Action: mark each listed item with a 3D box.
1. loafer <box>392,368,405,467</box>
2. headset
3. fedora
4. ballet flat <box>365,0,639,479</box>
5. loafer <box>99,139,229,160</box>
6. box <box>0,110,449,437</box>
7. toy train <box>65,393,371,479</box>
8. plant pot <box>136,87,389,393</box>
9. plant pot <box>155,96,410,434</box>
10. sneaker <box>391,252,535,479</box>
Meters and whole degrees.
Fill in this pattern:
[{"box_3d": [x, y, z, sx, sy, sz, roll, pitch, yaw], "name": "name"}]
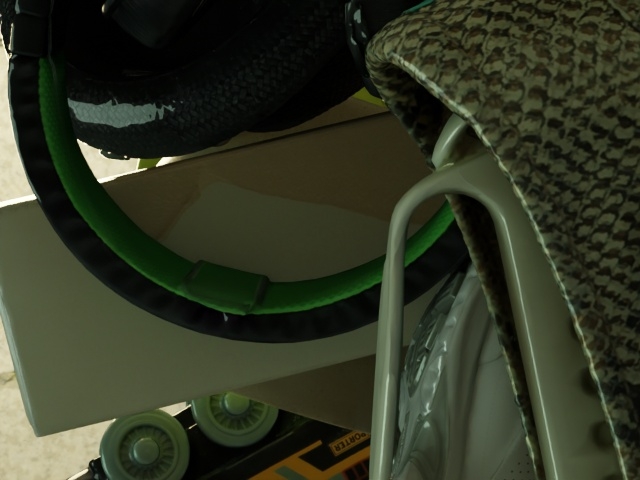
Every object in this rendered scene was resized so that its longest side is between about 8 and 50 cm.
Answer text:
[{"box_3d": [0.125, 0.191, 0.965, 0.319, 0.112, 0.111, 56, -173, 17], "name": "loafer"}, {"box_3d": [-0.009, -0.139, 0.876, 0.185, 0.243, 0.394, -67, -10, -77], "name": "headset"}, {"box_3d": [-0.027, -0.184, 1.117, 0.152, 0.334, 0.334, 33, -147, -52], "name": "fedora"}, {"box_3d": [0.112, 0.126, 0.799, 0.164, 0.182, 0.483, 178, 78, -76], "name": "ballet flat"}, {"box_3d": [-0.100, -0.122, 1.284, 0.267, 0.084, 0.096, -96, 14, -61], "name": "loafer"}, {"box_3d": [-0.017, 0.005, 1.052, 0.148, 0.311, 0.121, -165, 62, -82], "name": "box"}, {"box_3d": [-0.050, 0.192, 1.713, 0.190, 0.334, 0.142, 61, 170, 3], "name": "toy train"}, {"box_3d": [-0.035, -0.026, 1.556, 0.228, 0.227, 0.207, 85, 175, -56], "name": "plant pot"}, {"box_3d": [0.000, 0.000, 1.279, 0.284, 0.284, 0.191, -143, 71, -79], "name": "plant pot"}, {"box_3d": [0.090, 0.096, 0.919, 0.090, 0.115, 0.232, 135, 155, -74], "name": "sneaker"}]
